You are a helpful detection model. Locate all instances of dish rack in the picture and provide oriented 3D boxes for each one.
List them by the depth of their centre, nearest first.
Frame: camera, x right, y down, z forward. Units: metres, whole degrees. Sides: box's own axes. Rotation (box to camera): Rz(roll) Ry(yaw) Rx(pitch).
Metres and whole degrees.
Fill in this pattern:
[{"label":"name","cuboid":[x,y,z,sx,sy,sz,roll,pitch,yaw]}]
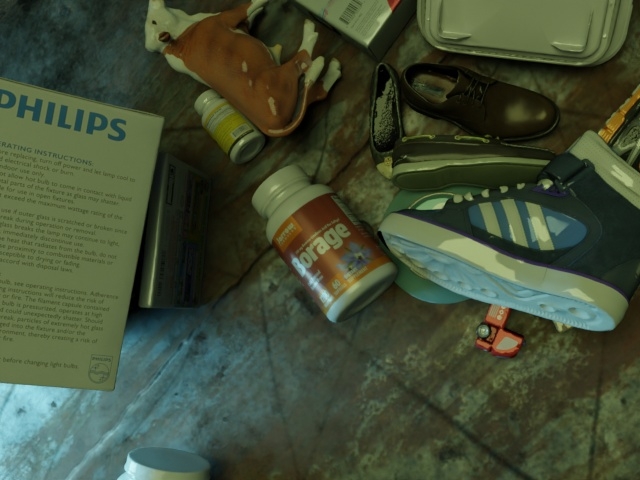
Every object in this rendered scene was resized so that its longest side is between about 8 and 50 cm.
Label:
[{"label":"dish rack","cuboid":[0.255,-0.374,0.915,0.285,0.072,0.333,12,129,19]}]

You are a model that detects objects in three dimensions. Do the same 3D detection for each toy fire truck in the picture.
[{"label":"toy fire truck","cuboid":[0.298,0.078,0.968,0.135,0.047,0.192,22,93,16]}]

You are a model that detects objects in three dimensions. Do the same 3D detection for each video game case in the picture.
[{"label":"video game case","cuboid":[-0.209,-0.006,1.069,0.023,0.193,0.213,4,85,10]}]

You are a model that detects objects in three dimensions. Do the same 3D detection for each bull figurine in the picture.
[{"label":"bull figurine","cuboid":[-0.121,-0.284,1.103,0.310,0.101,0.188,42,81,13]}]

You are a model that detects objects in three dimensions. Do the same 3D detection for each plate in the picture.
[{"label":"plate","cuboid":[0.172,-0.004,1.032,0.188,0.024,0.188,-2,84,19]}]

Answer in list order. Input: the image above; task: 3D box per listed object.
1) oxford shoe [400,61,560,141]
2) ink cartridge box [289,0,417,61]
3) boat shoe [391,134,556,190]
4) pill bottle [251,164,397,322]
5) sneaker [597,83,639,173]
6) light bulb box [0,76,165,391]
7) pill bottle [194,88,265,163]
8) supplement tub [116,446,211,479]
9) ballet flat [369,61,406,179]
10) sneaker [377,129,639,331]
[{"label":"oxford shoe","cuboid":[0.214,-0.192,1.002,0.227,0.096,0.083,16,87,18]},{"label":"ink cartridge box","cuboid":[0.049,-0.372,1.087,0.175,0.072,0.127,38,97,18]},{"label":"boat shoe","cuboid":[0.211,-0.114,0.999,0.227,0.081,0.069,0,65,8]},{"label":"pill bottle","cuboid":[0.000,0.000,1.037,0.121,0.121,0.216,-42,73,10]},{"label":"sneaker","cuboid":[0.437,-0.170,0.936,0.083,0.084,0.215,41,107,16]},{"label":"light bulb box","cuboid":[-0.402,-0.008,1.031,0.358,0.225,0.361,4,84,62]},{"label":"pill bottle","cuboid":[-0.144,-0.180,1.135,0.065,0.065,0.116,-43,73,10]},{"label":"supplement tub","cuboid":[-0.237,0.417,1.058,0.144,0.144,0.200,10,87,19]},{"label":"ballet flat","cuboid":[0.093,-0.174,1.063,0.057,0.049,0.173,-7,82,18]},{"label":"sneaker","cuboid":[0.260,-0.042,0.919,0.322,0.130,0.236,19,70,27]}]
